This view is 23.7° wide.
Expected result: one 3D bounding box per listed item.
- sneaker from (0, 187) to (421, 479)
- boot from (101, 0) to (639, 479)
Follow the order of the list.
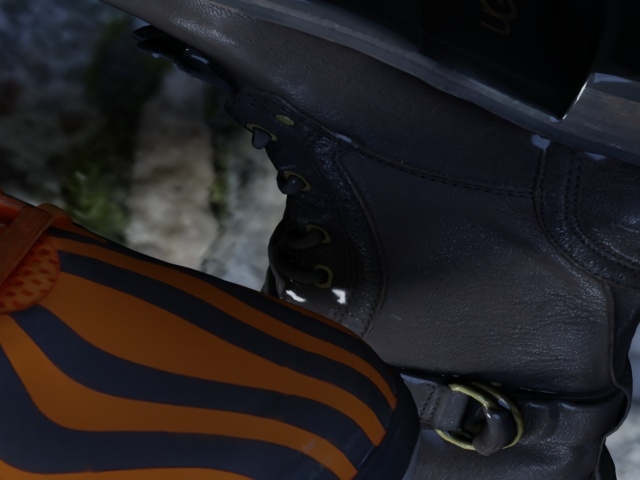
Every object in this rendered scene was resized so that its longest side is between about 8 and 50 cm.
[{"bbox_3d":[-0.136,-0.001,0.401,0.321,0.124,0.180,5,128,25],"label":"sneaker"},{"bbox_3d":[0.000,0.000,0.459,0.263,0.091,0.229,20,134,-2],"label":"boot"}]
